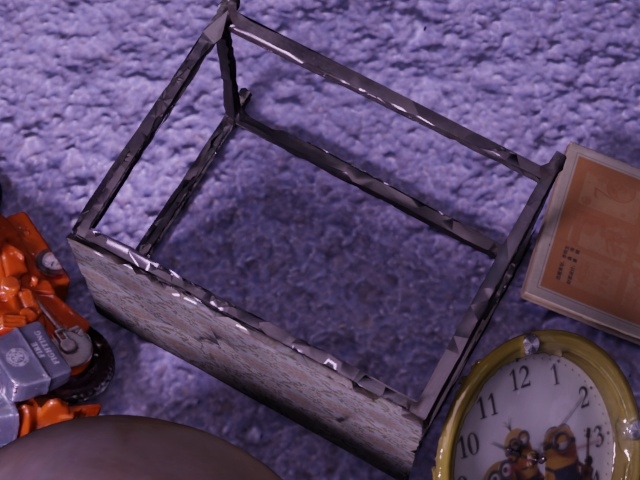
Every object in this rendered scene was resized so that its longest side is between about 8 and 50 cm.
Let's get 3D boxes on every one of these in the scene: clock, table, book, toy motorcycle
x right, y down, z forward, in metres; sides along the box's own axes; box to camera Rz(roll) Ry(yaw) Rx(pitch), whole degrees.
[{"bbox_3d":[0.184,0.192,1.250,0.237,0.057,0.237,-1,92,-32],"label":"clock"},{"bbox_3d":[0.000,0.000,1.277,0.335,0.222,0.272,28,72,9],"label":"table"},{"bbox_3d":[0.325,0.023,1.363,0.242,0.018,0.170,22,69,-2],"label":"book"},{"bbox_3d":[-0.338,0.055,1.297,0.221,0.147,0.325,-22,62,-33],"label":"toy motorcycle"}]

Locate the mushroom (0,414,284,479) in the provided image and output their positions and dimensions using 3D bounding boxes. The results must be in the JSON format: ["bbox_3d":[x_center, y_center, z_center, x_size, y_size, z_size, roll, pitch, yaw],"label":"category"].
[{"bbox_3d":[-0.155,0.317,1.135,0.362,0.294,0.362,16,35,-12],"label":"mushroom"}]
